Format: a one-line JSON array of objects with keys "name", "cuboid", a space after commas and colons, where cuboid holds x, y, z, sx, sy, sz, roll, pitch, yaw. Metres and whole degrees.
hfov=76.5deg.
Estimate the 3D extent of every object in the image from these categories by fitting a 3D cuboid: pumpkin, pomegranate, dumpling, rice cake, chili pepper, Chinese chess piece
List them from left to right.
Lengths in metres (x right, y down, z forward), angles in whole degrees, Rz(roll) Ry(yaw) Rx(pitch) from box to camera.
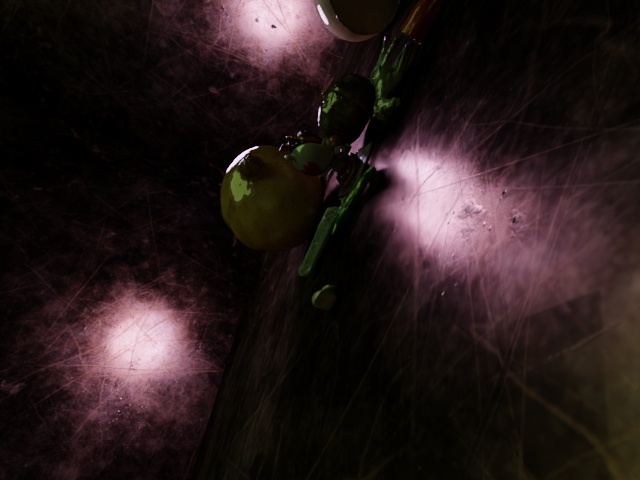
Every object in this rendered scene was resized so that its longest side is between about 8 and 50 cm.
[{"name": "pomegranate", "cuboid": [-0.175, -0.156, 1.396, 0.410, 0.411, 0.409, -159, 90, -79]}, {"name": "rice cake", "cuboid": [0.000, 0.000, 1.148, 0.226, 0.040, 0.085, -65, -6, 23]}, {"name": "dumpling", "cuboid": [0.008, 0.121, 0.885, 0.052, 0.076, 0.057, 7, 79, 54]}, {"name": "pumpkin", "cuboid": [0.069, -0.391, 1.203, 0.218, 0.162, 0.219, -56, -3, -5]}, {"name": "Chinese chess piece", "cuboid": [0.138, -0.928, 1.512, 0.140, 0.339, 0.337, 36, 105, 59]}, {"name": "chili pepper", "cuboid": [0.263, -0.552, 0.954, 0.168, 0.065, 0.088, -55, -10, 26]}]

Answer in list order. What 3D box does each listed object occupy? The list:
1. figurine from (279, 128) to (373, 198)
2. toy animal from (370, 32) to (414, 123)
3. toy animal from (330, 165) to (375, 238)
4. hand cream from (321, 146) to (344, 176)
[{"name": "figurine", "cuboid": [-0.002, -0.237, 1.159, 0.183, 0.226, 0.160, -178, 108, -78]}, {"name": "toy animal", "cuboid": [0.180, -0.439, 1.049, 0.169, 0.090, 0.254, 118, 170, -46]}, {"name": "toy animal", "cuboid": [0.077, -0.103, 1.029, 0.216, 0.041, 0.075, -59, 12, 23]}, {"name": "hand cream", "cuboid": [0.069, -0.368, 1.494, 0.331, 0.058, 0.085, 123, 166, -44]}]
